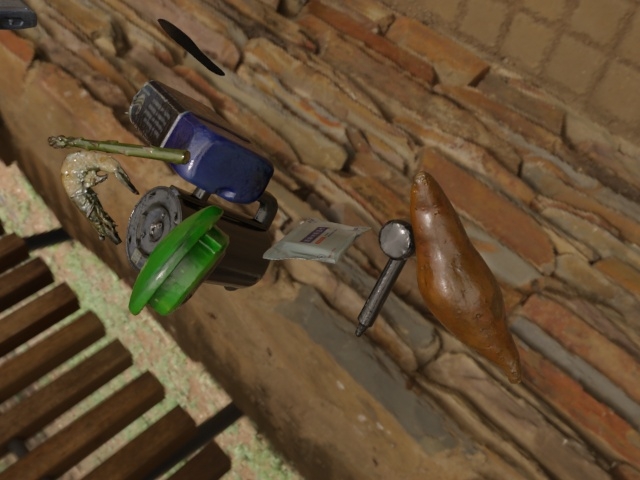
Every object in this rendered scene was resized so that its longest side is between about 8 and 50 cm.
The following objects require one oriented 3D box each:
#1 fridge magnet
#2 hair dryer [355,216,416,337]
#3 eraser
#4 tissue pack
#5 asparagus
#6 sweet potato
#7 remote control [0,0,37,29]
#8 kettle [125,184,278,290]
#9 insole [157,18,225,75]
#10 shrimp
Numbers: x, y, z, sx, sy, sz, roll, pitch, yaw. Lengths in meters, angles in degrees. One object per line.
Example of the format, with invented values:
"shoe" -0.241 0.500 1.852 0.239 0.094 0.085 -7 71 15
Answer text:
"fridge magnet" -0.213 0.034 1.004 0.088 0.208 0.208 41 149 -8
"hair dryer" 0.108 0.069 1.155 0.071 0.114 0.248 35 109 21
"eraser" -0.217 -0.176 1.134 0.155 0.101 0.332 24 -169 -38
"tissue pack" 0.000 0.000 1.108 0.123 0.193 0.026 9 112 20
"asparagus" -0.286 -0.127 0.907 0.249 0.024 0.025 9 127 23
"sweet potato" 0.205 0.068 0.989 0.359 0.112 0.112 59 148 -7
"remote control" -0.299 -0.223 0.570 0.152 0.044 0.027 43 126 28
"kettle" -0.275 -0.024 1.584 0.203 0.308 0.262 0 78 41
"insole" -0.198 -0.297 1.021 0.053 0.002 0.153 20 170 36
"shrimp" -0.459 -0.094 1.399 0.150 0.051 0.217 -21 110 16
